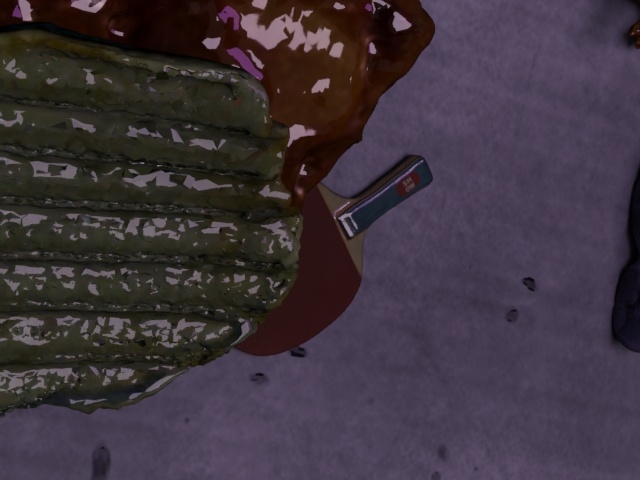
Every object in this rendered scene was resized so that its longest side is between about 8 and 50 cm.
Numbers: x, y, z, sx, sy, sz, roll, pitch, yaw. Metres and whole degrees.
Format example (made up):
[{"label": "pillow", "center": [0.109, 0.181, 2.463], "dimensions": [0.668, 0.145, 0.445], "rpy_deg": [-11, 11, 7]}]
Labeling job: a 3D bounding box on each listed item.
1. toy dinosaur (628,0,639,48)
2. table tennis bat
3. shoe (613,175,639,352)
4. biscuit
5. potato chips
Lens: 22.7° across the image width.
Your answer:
[{"label": "toy dinosaur", "center": [0.344, -0.310, 1.670], "dimensions": [0.432, 0.097, 0.208], "rpy_deg": [-19, 96, -33]}, {"label": "table tennis bat", "center": [0.000, 0.000, 1.528], "dimensions": [0.274, 0.021, 0.154], "rpy_deg": [-35, 113, -22]}, {"label": "shoe", "center": [0.408, 0.007, 1.749], "dimensions": [0.138, 0.095, 0.245], "rpy_deg": [7, 95, -36]}, {"label": "biscuit", "center": [-0.158, -0.155, 1.275], "dimensions": [0.395, 0.166, 0.342], "rpy_deg": [32, 99, -30]}, {"label": "potato chips", "center": [-0.219, -0.004, 1.199], "dimensions": [0.429, 0.070, 0.358], "rpy_deg": [0, 127, -12]}]
